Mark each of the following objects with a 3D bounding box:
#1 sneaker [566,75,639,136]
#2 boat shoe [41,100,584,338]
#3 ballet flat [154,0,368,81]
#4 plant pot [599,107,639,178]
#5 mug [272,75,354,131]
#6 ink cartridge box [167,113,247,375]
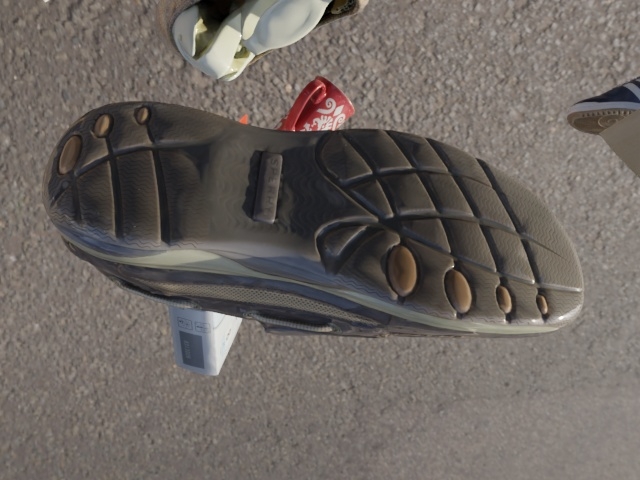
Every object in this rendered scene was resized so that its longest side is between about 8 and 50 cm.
[{"bbox_3d":[0.586,-0.277,1.191,0.283,0.153,0.099,-2,162,22],"label":"sneaker"},{"bbox_3d":[0.000,0.000,0.468,0.356,0.132,0.130,14,153,-5],"label":"boat shoe"},{"bbox_3d":[-0.071,-0.213,0.633,0.108,0.106,0.316,32,150,-35],"label":"ballet flat"},{"bbox_3d":[0.408,-0.116,0.758,0.109,0.096,0.109,-25,173,-11],"label":"plant pot"},{"bbox_3d":[-0.034,-0.263,1.430,0.169,0.113,0.150,-48,133,-6],"label":"mug"},{"bbox_3d":[-0.163,0.002,1.224,0.091,0.384,0.308,13,135,9],"label":"ink cartridge box"}]
